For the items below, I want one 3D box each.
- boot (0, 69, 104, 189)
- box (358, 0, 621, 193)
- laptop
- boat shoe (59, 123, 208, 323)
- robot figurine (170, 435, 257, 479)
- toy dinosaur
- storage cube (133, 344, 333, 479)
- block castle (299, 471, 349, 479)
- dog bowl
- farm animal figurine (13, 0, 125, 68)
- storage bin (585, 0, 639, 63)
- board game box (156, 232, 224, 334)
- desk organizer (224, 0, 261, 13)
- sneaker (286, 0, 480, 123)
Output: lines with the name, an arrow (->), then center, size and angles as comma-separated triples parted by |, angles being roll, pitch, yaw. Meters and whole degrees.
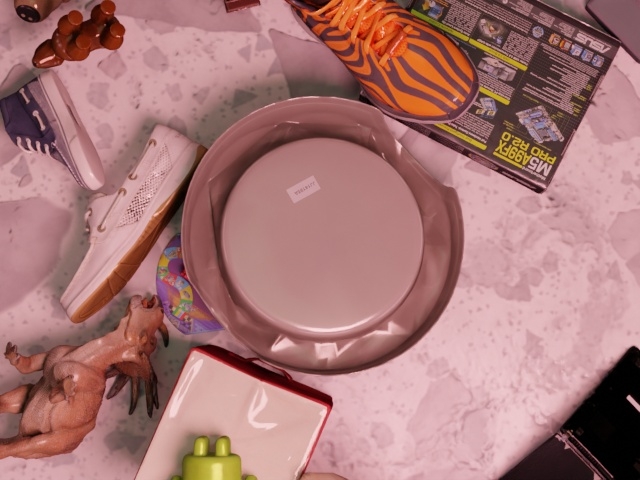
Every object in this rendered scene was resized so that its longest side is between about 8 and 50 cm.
boot -> -0.342, -0.124, 1.756 | 0.086, 0.069, 0.190 | -30, 60, 4
box -> 0.216, -0.216, 1.775 | 0.270, 0.060, 0.216 | 27, 87, 3
laptop -> 0.378, 0.316, 1.759 | 0.234, 0.136, 0.264 | 46, 62, 3
boat shoe -> -0.255, -0.025, 1.753 | 0.096, 0.098, 0.277 | 34, 80, 5
robot figurine -> -0.122, 0.277, 1.547 | 0.101, 0.067, 0.115 | -1, 86, 2
toy dinosaur -> -0.311, 0.203, 1.727 | 0.295, 0.200, 0.127 | -46, 58, 20
storage cube -> -0.102, 0.243, 1.680 | 0.184, 0.193, 0.215 | 24, 88, 2
block castle -> 0.013, 0.515, 1.573 | 0.213, 0.303, 0.453 | 33, 87, 45
dog bowl -> 0.000, 0.000, 1.721 | 0.349, 0.102, 0.348 | 1, 79, -5
farm animal figurine -> -0.358, -0.375, 1.740 | 0.330, 0.172, 0.326 | 41, 69, -10
storage bin -> 0.408, -0.294, 1.766 | 0.091, 0.098, 0.135 | -45, 87, 8
board game box -> -0.129, 0.049, 1.773 | 0.169, 0.033, 0.133 | -7, 86, 0
desk organizer -> -0.116, -0.367, 1.793 | 0.047, 0.050, 0.130 | -14, 86, 0
sneaker -> 0.043, -0.262, 1.669 | 0.321, 0.180, 0.124 | 38, 92, 27
